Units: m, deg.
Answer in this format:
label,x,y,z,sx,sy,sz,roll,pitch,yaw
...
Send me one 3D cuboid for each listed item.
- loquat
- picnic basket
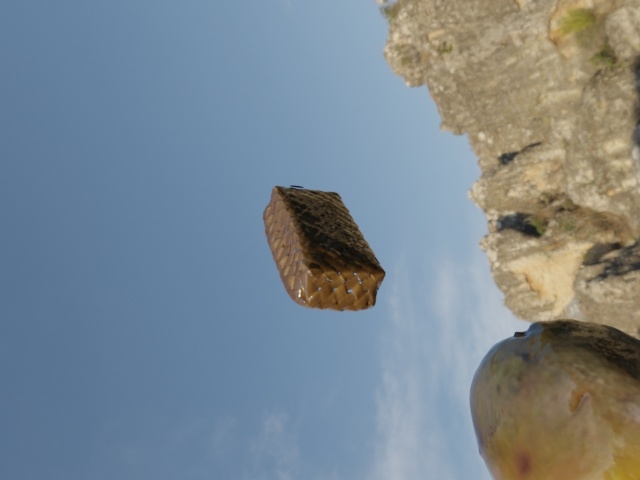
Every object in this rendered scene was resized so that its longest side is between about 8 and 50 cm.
label,x,y,z,sx,sy,sz,roll,pitch,yaw
loquat,0.217,0.163,0.437,0.179,0.179,0.227,33,-170,-48
picnic basket,0.000,0.000,0.647,0.110,0.055,0.193,5,-149,-22
